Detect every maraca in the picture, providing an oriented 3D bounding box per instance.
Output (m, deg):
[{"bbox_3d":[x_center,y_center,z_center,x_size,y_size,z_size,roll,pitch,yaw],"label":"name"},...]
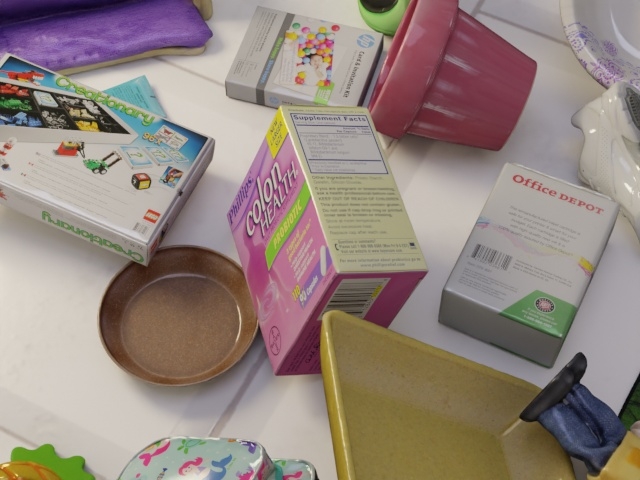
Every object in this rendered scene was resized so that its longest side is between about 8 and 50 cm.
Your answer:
[{"bbox_3d":[-0.328,0.289,1.504,0.127,0.099,0.185,21,34,11],"label":"maraca"}]

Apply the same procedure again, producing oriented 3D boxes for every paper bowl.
[{"bbox_3d":[0.467,-0.318,1.808,0.284,0.148,0.284,1,93,16],"label":"paper bowl"}]

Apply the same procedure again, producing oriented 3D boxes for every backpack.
[{"bbox_3d":[-0.132,0.318,1.408,0.253,0.191,0.225,-3,44,38],"label":"backpack"}]

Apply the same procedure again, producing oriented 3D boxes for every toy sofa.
[{"bbox_3d":[-0.334,-0.340,1.873,0.363,0.150,0.177,-12,57,-7],"label":"toy sofa"}]

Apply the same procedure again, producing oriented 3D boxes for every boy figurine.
[{"bbox_3d":[0.348,0.260,1.489,0.285,0.092,0.177,45,31,15],"label":"boy figurine"}]

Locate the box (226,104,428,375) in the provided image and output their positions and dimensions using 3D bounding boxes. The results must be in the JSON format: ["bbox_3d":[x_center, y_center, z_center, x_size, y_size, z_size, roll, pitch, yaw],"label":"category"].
[{"bbox_3d":[0.000,0.000,1.599,0.117,0.213,0.243,0,54,-26],"label":"box"}]

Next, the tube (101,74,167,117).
[{"bbox_3d":[-0.316,-0.163,1.822,0.207,0.052,0.080,-21,66,-17],"label":"tube"}]

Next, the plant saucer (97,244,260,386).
[{"bbox_3d":[-0.171,0.097,1.658,0.199,0.036,0.198,0,58,1],"label":"plant saucer"}]

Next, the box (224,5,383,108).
[{"bbox_3d":[-0.021,-0.242,1.874,0.186,0.038,0.145,15,59,9],"label":"box"}]

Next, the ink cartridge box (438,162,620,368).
[{"bbox_3d":[0.256,0.027,1.665,0.154,0.093,0.212,22,62,13],"label":"ink cartridge box"}]

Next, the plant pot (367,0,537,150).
[{"bbox_3d":[0.174,-0.208,1.770,0.180,0.201,0.201,23,59,-4],"label":"plant pot"}]

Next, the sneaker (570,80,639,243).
[{"bbox_3d":[0.390,-0.080,1.745,0.090,0.115,0.232,-1,71,-45],"label":"sneaker"}]

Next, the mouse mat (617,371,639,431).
[{"bbox_3d":[0.461,0.203,1.601,0.190,0.007,0.152,26,61,15],"label":"mouse mat"}]

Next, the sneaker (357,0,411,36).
[{"bbox_3d":[0.106,-0.519,1.952,0.185,0.202,0.482,-10,58,-6],"label":"sneaker"}]

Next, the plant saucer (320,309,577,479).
[{"bbox_3d":[0.135,0.263,1.428,0.333,0.081,0.332,22,38,-28],"label":"plant saucer"}]

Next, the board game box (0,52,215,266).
[{"bbox_3d":[-0.312,-0.107,1.726,0.305,0.053,0.193,23,55,7],"label":"board game box"}]
